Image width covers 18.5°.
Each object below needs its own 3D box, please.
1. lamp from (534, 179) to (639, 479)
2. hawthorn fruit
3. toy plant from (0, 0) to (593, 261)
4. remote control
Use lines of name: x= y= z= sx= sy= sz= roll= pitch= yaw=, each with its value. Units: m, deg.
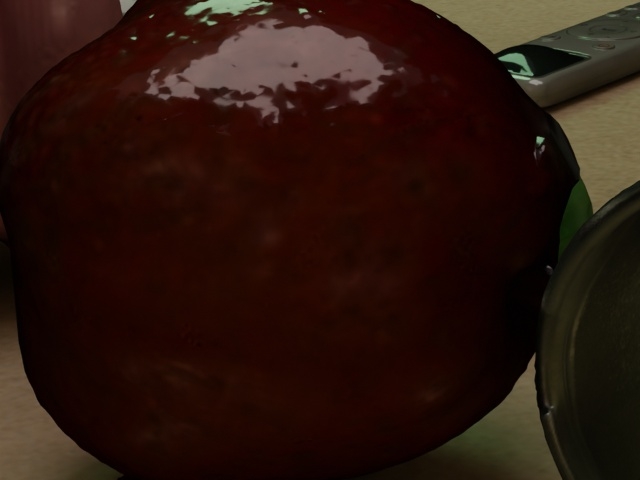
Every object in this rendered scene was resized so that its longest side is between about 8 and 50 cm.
lamp: x=0.177 y=0.002 z=0.624 sx=0.147 sy=0.172 sz=0.227 roll=5 pitch=23 yaw=28
hawthorn fruit: x=0.000 y=0.000 z=0.654 sx=0.202 sy=0.185 sz=0.185 roll=10 pitch=24 yaw=25
toy plant: x=-0.098 y=-0.072 z=0.870 sx=0.356 sy=0.210 sz=0.317 roll=-7 pitch=53 yaw=-20
remote control: x=0.184 y=-0.124 z=1.180 sx=0.067 sy=0.029 sz=0.261 roll=14 pitch=27 yaw=42
